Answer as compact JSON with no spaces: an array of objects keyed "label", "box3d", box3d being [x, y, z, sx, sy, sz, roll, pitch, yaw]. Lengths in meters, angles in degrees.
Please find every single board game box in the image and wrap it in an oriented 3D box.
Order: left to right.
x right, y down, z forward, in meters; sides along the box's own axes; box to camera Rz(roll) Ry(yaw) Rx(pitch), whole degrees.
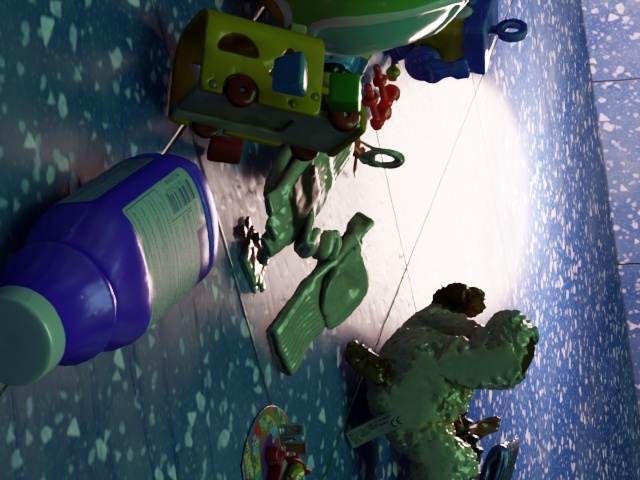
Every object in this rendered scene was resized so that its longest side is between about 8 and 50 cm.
[{"label":"board game box","box3d":[-0.036,0.254,1.588,0.133,0.033,0.169,-33,119,-68]}]

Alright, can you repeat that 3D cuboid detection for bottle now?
[{"label":"bottle","box3d":[-0.166,0.023,1.163,0.283,0.092,0.118,-48,131,-63]}]

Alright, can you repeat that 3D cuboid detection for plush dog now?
[{"label":"plush dog","box3d":[0.130,0.164,1.913,0.225,0.210,0.262,-59,173,-80]}]

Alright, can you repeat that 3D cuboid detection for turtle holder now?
[{"label":"turtle holder","box3d":[0.069,-0.319,1.580,0.320,0.243,0.227,-37,155,-23]}]

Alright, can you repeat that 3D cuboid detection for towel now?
[{"label":"towel","box3d":[0.219,0.386,2.123,0.336,0.040,0.243,29,78,-79]}]

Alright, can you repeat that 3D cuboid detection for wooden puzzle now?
[{"label":"wooden puzzle","box3d":[-0.067,0.019,1.567,0.049,0.006,0.083,-73,153,-42]}]

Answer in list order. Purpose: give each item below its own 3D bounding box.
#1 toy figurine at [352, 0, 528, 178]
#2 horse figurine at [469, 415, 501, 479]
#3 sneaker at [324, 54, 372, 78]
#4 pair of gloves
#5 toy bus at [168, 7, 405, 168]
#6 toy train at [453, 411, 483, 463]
[{"label":"toy figurine","box3d":[0.155,-0.249,1.908,0.363,0.217,0.191,-68,149,-48]},{"label":"horse figurine","box3d":[0.163,0.352,2.040,0.174,0.066,0.263,-2,108,-68]},{"label":"sneaker","box3d":[-0.003,-0.167,1.706,0.069,0.082,0.209,-26,-139,67]},{"label":"pair of gloves","box3d":[0.000,0.000,1.623,0.204,0.042,0.240,-48,140,-44]},{"label":"toy bus","box3d":[-0.035,-0.143,1.400,0.202,0.190,0.104,43,48,-63]},{"label":"toy train","box3d":[0.174,0.233,2.007,0.158,0.036,0.027,-108,-159,-53]}]
